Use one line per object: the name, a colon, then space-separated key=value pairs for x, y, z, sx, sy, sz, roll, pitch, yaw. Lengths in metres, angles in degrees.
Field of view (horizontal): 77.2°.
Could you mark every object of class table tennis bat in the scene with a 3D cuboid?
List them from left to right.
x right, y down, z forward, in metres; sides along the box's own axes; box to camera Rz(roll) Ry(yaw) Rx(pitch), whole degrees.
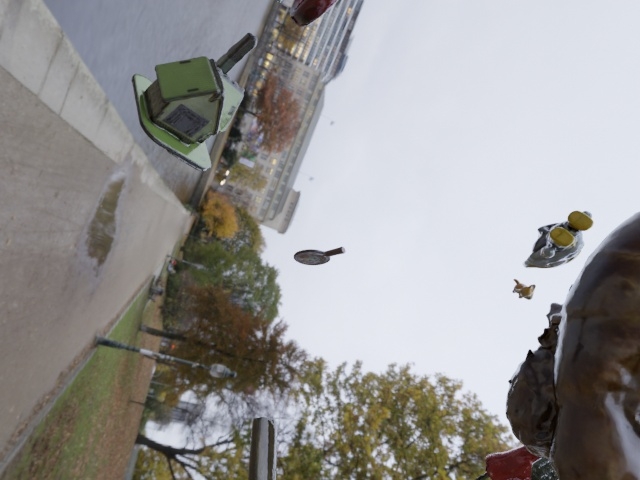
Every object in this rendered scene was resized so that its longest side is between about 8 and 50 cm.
table tennis bat: x=0.000 y=0.000 z=1.209 sx=0.170 sy=0.107 sz=0.119 roll=-14 pitch=-120 yaw=32

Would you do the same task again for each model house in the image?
model house: x=-0.241 y=-0.331 z=0.888 sx=0.279 sy=0.205 sz=0.218 roll=-31 pitch=-118 yaw=18

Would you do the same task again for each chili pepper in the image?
chili pepper: x=0.666 y=0.737 z=1.326 sx=0.388 sy=0.110 sz=0.110 roll=-38 pitch=-149 yaw=27

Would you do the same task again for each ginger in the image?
ginger: x=0.393 y=0.127 z=0.529 sx=0.418 sy=0.176 sz=0.254 roll=-58 pitch=171 yaw=-5

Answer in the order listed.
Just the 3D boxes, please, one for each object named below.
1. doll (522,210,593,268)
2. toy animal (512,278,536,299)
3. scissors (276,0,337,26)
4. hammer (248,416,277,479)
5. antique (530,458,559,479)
doll: x=0.563 y=-0.001 z=0.944 sx=0.145 sy=0.103 sz=0.316 roll=-67 pitch=155 yaw=-1
toy animal: x=0.603 y=0.142 z=1.193 sx=0.061 sy=0.083 sz=0.081 roll=-20 pitch=-115 yaw=16
scissors: x=0.009 y=-0.246 z=0.349 sx=0.144 sy=0.017 sz=0.247 roll=-45 pitch=-150 yaw=10
hammer: x=-0.052 y=0.338 z=0.321 sx=0.044 sy=0.111 sz=0.365 roll=-21 pitch=-131 yaw=23
antique: x=0.486 y=0.454 z=0.761 sx=0.088 sy=0.086 sz=0.182 roll=-52 pitch=162 yaw=-44
